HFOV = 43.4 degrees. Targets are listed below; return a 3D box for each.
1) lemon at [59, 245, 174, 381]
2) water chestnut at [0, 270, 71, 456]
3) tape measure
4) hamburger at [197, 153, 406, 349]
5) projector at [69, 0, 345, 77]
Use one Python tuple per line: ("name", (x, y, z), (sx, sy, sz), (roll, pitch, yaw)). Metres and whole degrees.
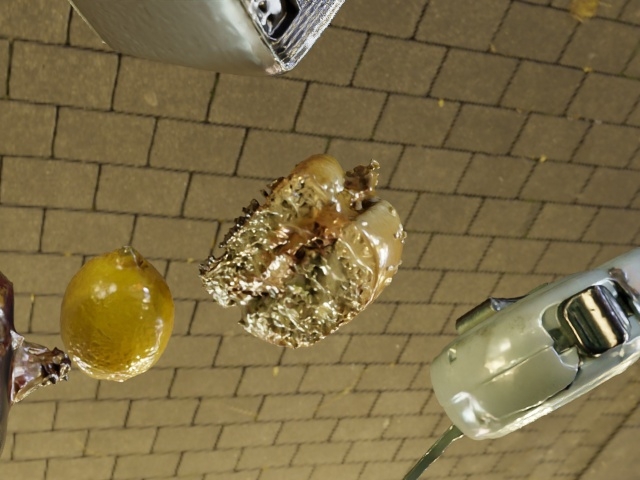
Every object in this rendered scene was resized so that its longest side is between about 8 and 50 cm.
("lemon", (-0.339, 0.126, 1.348), (0.188, 0.188, 0.256), (0, 112, -21))
("water chestnut", (-0.485, 0.175, 1.058), (0.302, 0.350, 0.350), (9, 126, -26))
("tape measure", (0.106, 0.114, 0.597), (0.164, 0.084, 0.330), (-7, 153, -41))
("hamburger", (0.000, 0.000, 1.435), (0.268, 0.287, 0.445), (42, 143, 0))
("projector", (-0.204, -0.442, 1.083), (0.242, 0.405, 0.395), (-56, 140, -21))
